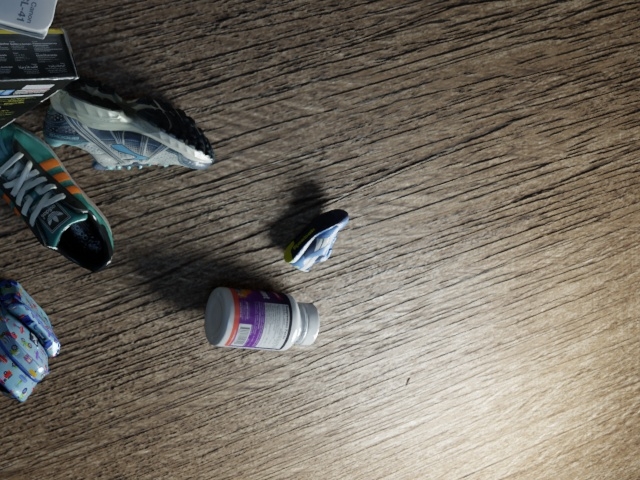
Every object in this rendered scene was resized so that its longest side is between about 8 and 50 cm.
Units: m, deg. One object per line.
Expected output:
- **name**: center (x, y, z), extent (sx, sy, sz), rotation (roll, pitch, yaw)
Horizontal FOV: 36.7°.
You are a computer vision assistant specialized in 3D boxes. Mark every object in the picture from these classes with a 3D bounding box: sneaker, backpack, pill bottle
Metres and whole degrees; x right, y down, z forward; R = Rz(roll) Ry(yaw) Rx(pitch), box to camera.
- **sneaker**: center (0.000, 0.000, 1.776), extent (0.144, 0.053, 0.059), rotation (-41, 123, 7)
- **backpack**: center (-0.493, 0.165, 1.544), extent (0.117, 0.173, 0.158), rotation (-35, 122, -7)
- **sneaker**: center (-0.425, -0.067, 1.499), extent (0.108, 0.121, 0.302), rotation (-42, 122, 0)
- **sneaker**: center (-0.306, -0.165, 1.540), extent (0.283, 0.110, 0.122), rotation (20, 121, -29)
- **pill bottle**: center (-0.104, 0.146, 1.759), extent (0.193, 0.108, 0.108), rotation (8, 109, -29)

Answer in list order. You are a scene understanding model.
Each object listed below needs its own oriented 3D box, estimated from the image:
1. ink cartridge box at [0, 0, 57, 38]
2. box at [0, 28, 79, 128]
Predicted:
- **ink cartridge box**: center (-0.411, -0.409, 1.235), extent (0.131, 0.306, 0.226), rotation (10, 106, -29)
- **box**: center (-0.517, -0.190, 1.233), extent (0.322, 0.257, 0.079), rotation (-14, 84, -48)
